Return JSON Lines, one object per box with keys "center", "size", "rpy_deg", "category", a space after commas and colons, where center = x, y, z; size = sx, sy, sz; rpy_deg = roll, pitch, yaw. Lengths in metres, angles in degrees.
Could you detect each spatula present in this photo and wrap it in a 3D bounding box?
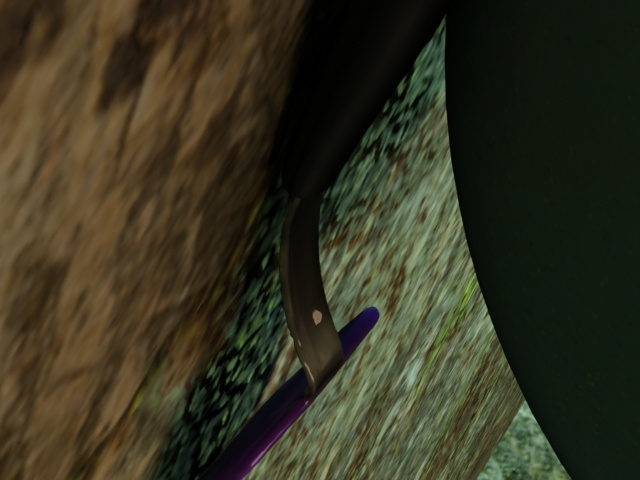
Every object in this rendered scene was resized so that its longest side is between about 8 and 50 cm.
{"center": [0.000, 0.000, 0.513], "size": [0.084, 0.030, 0.296], "rpy_deg": [-48, 165, -36], "category": "spatula"}

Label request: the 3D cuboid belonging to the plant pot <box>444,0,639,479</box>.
{"center": [0.146, -0.063, 0.480], "size": [0.290, 0.290, 0.195], "rpy_deg": [-56, 134, -15], "category": "plant pot"}
